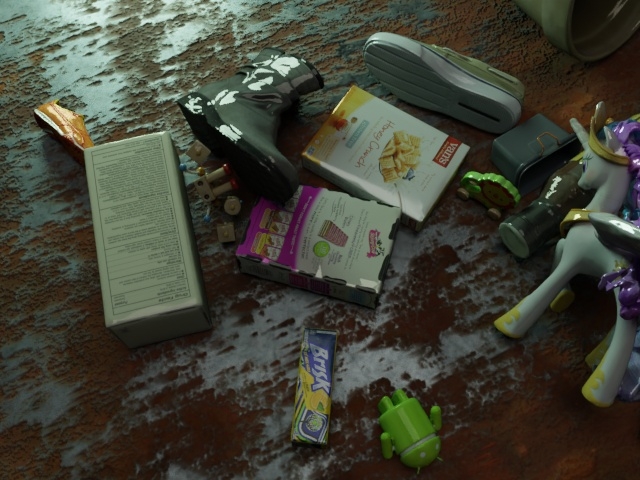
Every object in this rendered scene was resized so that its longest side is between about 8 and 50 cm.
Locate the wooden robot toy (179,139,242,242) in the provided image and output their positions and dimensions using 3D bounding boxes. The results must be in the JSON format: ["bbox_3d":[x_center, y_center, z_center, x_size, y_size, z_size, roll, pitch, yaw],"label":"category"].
[{"bbox_3d":[-0.172,-0.086,1.169,0.076,0.079,0.173,-23,102,1],"label":"wooden robot toy"}]

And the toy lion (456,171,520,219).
[{"bbox_3d":[0.277,-0.081,1.150,0.100,0.096,0.034,35,71,16],"label":"toy lion"}]

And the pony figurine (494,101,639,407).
[{"bbox_3d":[0.415,0.029,0.934,0.302,0.364,0.351,1,24,-30],"label":"pony figurine"}]

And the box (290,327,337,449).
[{"bbox_3d":[-0.008,0.219,1.043,0.054,0.059,0.169,5,66,1],"label":"box"}]

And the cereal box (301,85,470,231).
[{"bbox_3d":[0.112,-0.145,1.209,0.240,0.047,0.173,30,70,14],"label":"cereal box"}]

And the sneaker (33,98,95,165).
[{"bbox_3d":[-0.432,-0.192,1.237,0.175,0.064,0.067,43,64,15],"label":"sneaker"}]

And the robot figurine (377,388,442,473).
[{"bbox_3d":[0.128,0.274,1.011,0.101,0.067,0.115,-22,67,-21],"label":"robot figurine"}]

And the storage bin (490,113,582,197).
[{"bbox_3d":[0.358,-0.154,1.188,0.135,0.098,0.091,-31,59,-12],"label":"storage bin"}]

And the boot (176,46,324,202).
[{"bbox_3d":[-0.079,-0.216,1.164,0.222,0.118,0.338,-35,51,-13],"label":"boot"}]

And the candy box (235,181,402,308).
[{"bbox_3d":[0.000,0.000,1.134,0.233,0.071,0.159,15,65,9],"label":"candy box"}]

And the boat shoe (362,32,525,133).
[{"bbox_3d":[0.221,-0.290,1.254,0.302,0.109,0.094,29,54,4],"label":"boat shoe"}]

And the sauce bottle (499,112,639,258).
[{"bbox_3d":[0.442,-0.091,1.145,0.344,0.111,0.111,-33,69,-11],"label":"sauce bottle"}]

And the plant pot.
[{"bbox_3d":[0.440,-0.523,1.256,0.323,0.323,0.280,-39,54,-15],"label":"plant pot"}]

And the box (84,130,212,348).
[{"bbox_3d":[-0.274,-0.003,1.114,0.148,0.121,0.311,-12,66,-5],"label":"box"}]
